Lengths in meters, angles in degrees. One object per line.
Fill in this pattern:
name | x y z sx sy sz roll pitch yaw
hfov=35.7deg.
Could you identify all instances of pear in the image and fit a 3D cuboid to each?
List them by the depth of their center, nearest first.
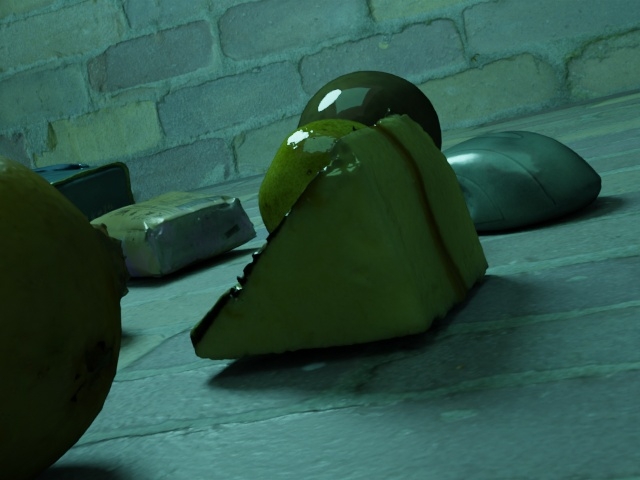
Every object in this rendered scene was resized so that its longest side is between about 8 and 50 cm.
pear | 0.028 -0.050 1.255 0.197 0.197 0.197 -14 8 2

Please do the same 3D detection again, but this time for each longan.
longan | 0.080 -0.158 1.656 0.258 0.258 0.258 -14 8 2

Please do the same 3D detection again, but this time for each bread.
bread | 0.000 0.000 0.967 0.236 0.198 0.263 -19 4 25

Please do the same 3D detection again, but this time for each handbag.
handbag | -0.495 -0.026 1.836 0.241 0.222 0.263 -3 14 32

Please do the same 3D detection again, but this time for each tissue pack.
tissue pack | -0.268 -0.011 1.681 0.215 0.123 0.257 -23 11 -38

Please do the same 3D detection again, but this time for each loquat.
loquat | -0.273 0.061 0.717 0.263 0.263 0.263 -14 8 2

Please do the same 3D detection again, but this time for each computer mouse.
computer mouse | 0.219 -0.083 1.376 0.188 0.121 0.371 -19 6 -31

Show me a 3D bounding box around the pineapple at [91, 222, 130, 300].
pineapple | -0.359 0.064 1.313 0.169 0.169 0.340 -18 -1 -26
